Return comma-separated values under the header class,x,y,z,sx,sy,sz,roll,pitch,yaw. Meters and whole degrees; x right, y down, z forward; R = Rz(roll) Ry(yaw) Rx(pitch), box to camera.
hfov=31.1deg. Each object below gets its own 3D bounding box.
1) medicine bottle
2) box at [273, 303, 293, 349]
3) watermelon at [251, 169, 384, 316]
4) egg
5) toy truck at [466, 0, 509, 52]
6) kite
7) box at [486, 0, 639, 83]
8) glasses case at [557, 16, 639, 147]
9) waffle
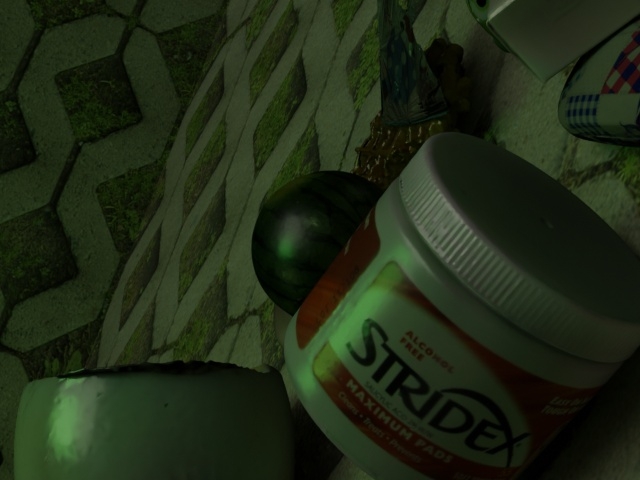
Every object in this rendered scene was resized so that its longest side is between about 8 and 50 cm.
class,x,y,z,sx,sy,sz,roll,pitch,yaw
medicine bottle,0.128,0.071,1.020,0.241,0.252,0.252,-55,21,25
box,-0.006,0.074,1.607,0.146,0.088,0.200,-50,25,33
watermelon,-0.005,-0.001,1.479,0.204,0.127,0.232,-53,44,4
egg,-0.205,0.337,1.454,0.354,0.354,0.340,-26,65,60
toy truck,0.232,-0.353,1.392,0.187,0.210,0.148,-54,12,-31
kite,0.113,-0.265,1.485,0.314,0.011,0.335,101,158,-45
box,0.298,-0.305,1.163,0.251,0.106,0.203,-35,20,33
glasses case,0.323,-0.147,1.057,0.125,0.076,0.327,-63,18,-2
waffle,0.120,-0.134,1.589,0.293,0.069,0.260,-53,20,36
